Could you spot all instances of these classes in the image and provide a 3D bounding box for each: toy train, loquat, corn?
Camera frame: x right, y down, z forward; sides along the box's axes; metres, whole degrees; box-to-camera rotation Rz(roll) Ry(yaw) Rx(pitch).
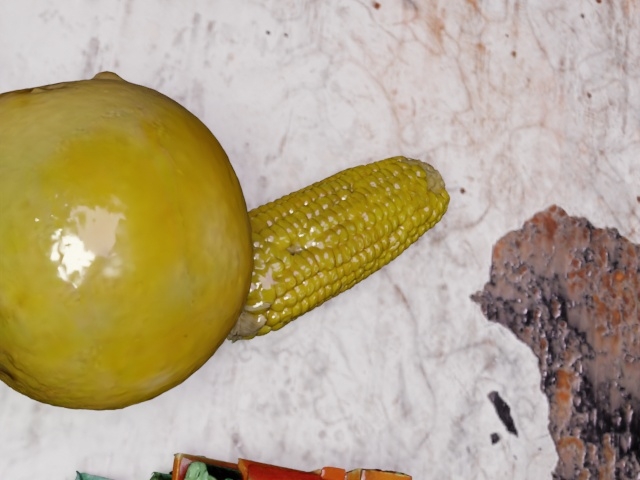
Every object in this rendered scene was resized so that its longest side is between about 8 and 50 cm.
[{"bbox_3d":[-0.033,0.191,0.906,0.176,0.118,0.074,17,63,-25],"label":"toy train"},{"bbox_3d":[-0.162,0.005,0.833,0.244,0.244,0.243,9,69,-26],"label":"loquat"},{"bbox_3d":[0.000,0.000,1.002,0.262,0.097,0.097,-29,89,-33],"label":"corn"}]

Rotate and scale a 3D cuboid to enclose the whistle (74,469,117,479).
[{"bbox_3d":[-0.186,0.246,0.851,0.039,0.039,0.186,30,62,-17],"label":"whistle"}]
